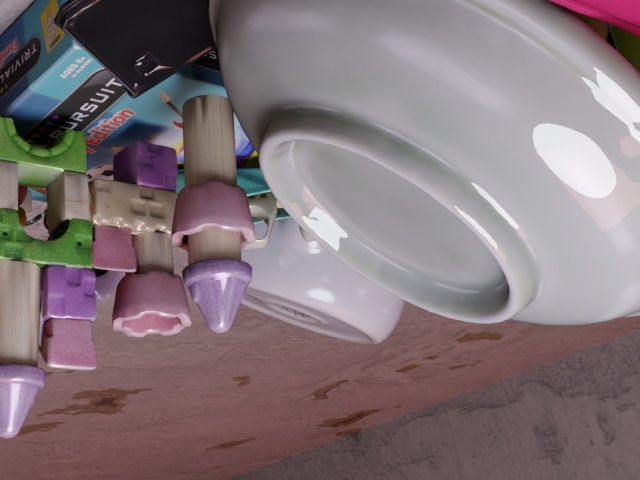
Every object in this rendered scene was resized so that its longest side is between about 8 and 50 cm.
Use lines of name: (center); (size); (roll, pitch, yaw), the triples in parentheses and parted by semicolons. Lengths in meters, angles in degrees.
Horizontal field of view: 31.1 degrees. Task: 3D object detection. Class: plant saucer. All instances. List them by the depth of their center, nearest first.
plant saucer: (0.069, -0.043, 0.801); (0.400, 0.100, 0.400); (30, 160, 12)

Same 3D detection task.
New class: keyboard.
keyboard: (-0.028, -0.209, 0.877); (0.317, 0.033, 0.201); (-30, 151, 8)

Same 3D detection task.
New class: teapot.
teapot: (0.000, 0.000, 1.328); (0.252, 0.187, 0.256); (29, 165, -36)

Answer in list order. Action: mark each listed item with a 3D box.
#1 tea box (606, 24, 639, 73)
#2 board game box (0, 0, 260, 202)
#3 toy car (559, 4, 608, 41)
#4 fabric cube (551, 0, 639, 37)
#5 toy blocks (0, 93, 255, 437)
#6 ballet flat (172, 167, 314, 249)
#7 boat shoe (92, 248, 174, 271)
tea box: (0.372, -0.155, 0.939); (0.220, 0.329, 0.323); (-8, 161, -14)
board game box: (-0.156, -0.110, 1.083); (0.336, 0.079, 0.254); (10, 150, -42)
toy car: (0.170, -0.164, 0.917); (0.155, 0.188, 0.149); (-25, 156, -42)
fabric cube: (0.218, -0.278, 0.601); (0.254, 0.259, 0.258); (6, 153, -46)
toy blocks: (-0.235, 0.036, 0.917); (0.289, 0.260, 0.309); (8, 157, -34)
ballet flat: (-0.041, -0.034, 1.098); (0.247, 0.087, 0.083); (-9, 157, -6)
boat shoe: (-0.218, 0.001, 1.417); (0.190, 0.068, 0.072); (-15, 172, 7)
